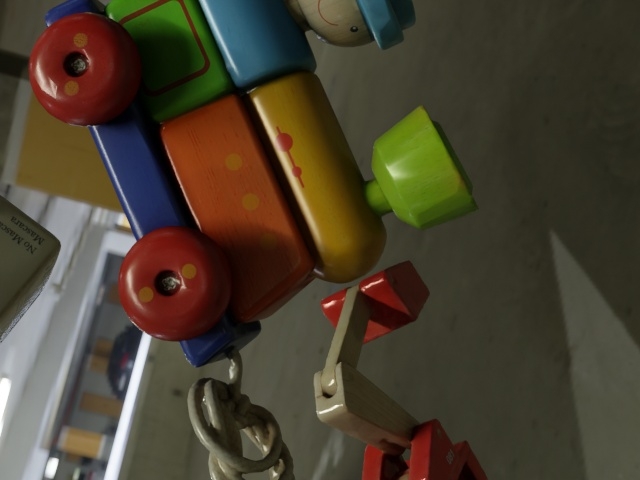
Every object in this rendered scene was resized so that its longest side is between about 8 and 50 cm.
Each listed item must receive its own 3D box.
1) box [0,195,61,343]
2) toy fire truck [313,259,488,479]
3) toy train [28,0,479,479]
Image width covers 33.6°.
[{"bbox_3d":[-0.276,0.083,0.605,0.275,0.113,0.094,-58,8,-30],"label":"box"},{"bbox_3d":[0.033,0.101,0.548,0.047,0.135,0.192,-26,8,26],"label":"toy fire truck"},{"bbox_3d":[0.000,0.000,0.420,0.105,0.143,0.248,12,-127,-81],"label":"toy train"}]
